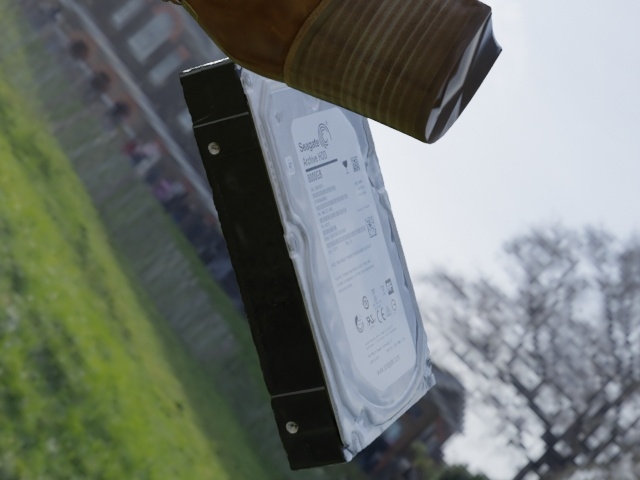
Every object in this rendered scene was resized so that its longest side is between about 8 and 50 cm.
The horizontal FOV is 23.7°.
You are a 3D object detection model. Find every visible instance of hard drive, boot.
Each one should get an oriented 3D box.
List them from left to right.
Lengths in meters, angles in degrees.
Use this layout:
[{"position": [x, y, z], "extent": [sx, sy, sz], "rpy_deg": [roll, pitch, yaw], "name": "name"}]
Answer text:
[{"position": [0.000, 0.000, 1.308], "extent": [0.237, 0.064, 0.339], "rpy_deg": [-25, 100, -65], "name": "hard drive"}, {"position": [0.032, -0.205, 0.765], "extent": [0.220, 0.283, 0.109], "rpy_deg": [32, -7, 16], "name": "boot"}]
